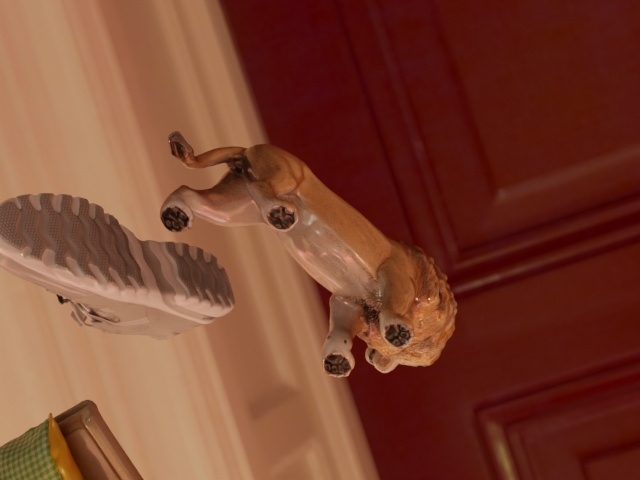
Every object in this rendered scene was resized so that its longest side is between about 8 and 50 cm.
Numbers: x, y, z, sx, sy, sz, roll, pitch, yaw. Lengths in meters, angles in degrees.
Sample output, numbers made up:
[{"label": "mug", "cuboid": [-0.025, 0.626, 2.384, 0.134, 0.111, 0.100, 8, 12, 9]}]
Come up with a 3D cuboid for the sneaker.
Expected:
[{"label": "sneaker", "cuboid": [-0.209, 0.046, 1.352, 0.115, 0.105, 0.281, -39, 140, 25]}]

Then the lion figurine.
[{"label": "lion figurine", "cuboid": [0.000, 0.000, 1.486, 0.142, 0.392, 0.240, -34, -165, 22]}]

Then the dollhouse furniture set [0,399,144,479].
[{"label": "dollhouse furniture set", "cuboid": [-0.188, 0.300, 1.091, 0.197, 0.302, 0.151, -31, -174, 17]}]
